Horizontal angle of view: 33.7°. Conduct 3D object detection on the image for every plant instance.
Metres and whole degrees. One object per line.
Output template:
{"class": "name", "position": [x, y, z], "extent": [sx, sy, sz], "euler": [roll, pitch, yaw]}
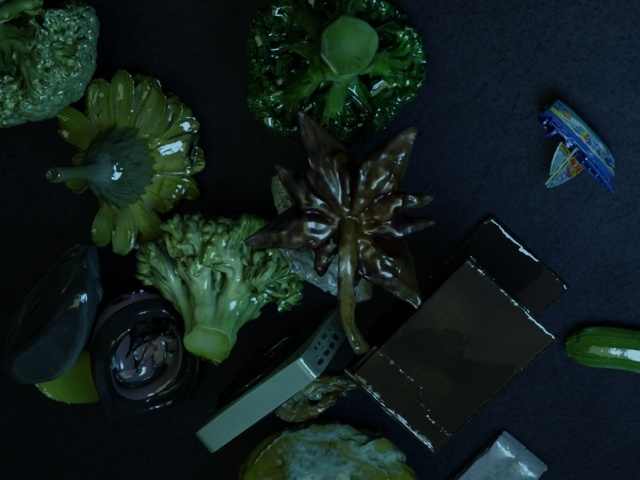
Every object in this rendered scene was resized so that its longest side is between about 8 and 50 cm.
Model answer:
{"class": "plant", "position": [-0.324, -0.139, 1.799], "extent": [0.261, 0.297, 0.306], "euler": [-16, 90, -7]}

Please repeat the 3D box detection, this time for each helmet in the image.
{"class": "helmet", "position": [-0.330, 0.193, 1.920], "extent": [0.154, 0.198, 0.253], "euler": [59, 149, 34]}

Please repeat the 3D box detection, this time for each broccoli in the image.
{"class": "broccoli", "position": [0.030, -0.279, 1.605], "extent": [0.297, 0.297, 0.298], "euler": [0, 89, -14]}
{"class": "broccoli", "position": [-0.180, 0.073, 1.776], "extent": [0.248, 0.245, 0.288], "euler": [34, 136, -28]}

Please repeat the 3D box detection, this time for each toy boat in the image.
{"class": "toy boat", "position": [0.387, -0.126, 1.637], "extent": [0.175, 0.091, 0.110], "euler": [44, 95, -5]}

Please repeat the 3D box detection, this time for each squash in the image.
{"class": "squash", "position": [0.508, 0.182, 1.705], "extent": [0.219, 0.068, 0.077], "euler": [13, 94, 14]}

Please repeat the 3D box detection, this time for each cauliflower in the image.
{"class": "cauliflower", "position": [-0.500, -0.324, 1.743], "extent": [0.275, 0.272, 0.250], "euler": [-38, 125, 9]}

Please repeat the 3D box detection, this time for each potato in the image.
{"class": "potato", "position": [-0.460, 0.256, 2.038], "extent": [0.198, 0.054, 0.119], "euler": [-22, 103, 27]}

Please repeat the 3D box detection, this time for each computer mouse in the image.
{"class": "computer mouse", "position": [-0.470, 0.141, 1.921], "extent": [0.114, 0.203, 0.374], "euler": [27, 138, -24]}

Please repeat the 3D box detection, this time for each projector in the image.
{"class": "projector", "position": [-0.076, 0.222, 1.795], "extent": [0.259, 0.257, 0.079], "euler": [-38, 94, 23]}

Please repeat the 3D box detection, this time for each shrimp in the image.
{"class": "shrimp", "position": [-0.004, 0.274, 1.885], "extent": [0.180, 0.099, 0.041], "euler": [-13, 130, 9]}

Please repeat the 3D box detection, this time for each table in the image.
{"class": "table", "position": [0.223, 0.140, 1.683], "extent": [0.196, 0.250, 0.282], "euler": [43, 115, 1]}

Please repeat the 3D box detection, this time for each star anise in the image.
{"class": "star anise", "position": [0.042, -0.021, 1.545], "extent": [0.292, 0.109, 0.349], "euler": [32, 113, 16]}

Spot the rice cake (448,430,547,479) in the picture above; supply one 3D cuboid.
{"class": "rice cake", "position": [0.267, 0.466, 1.876], "extent": [0.106, 0.050, 0.298], "euler": [40, 114, 3]}

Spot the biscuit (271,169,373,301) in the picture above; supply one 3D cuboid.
{"class": "biscuit", "position": [0.000, 0.000, 1.747], "extent": [0.040, 0.188, 0.265], "euler": [-23, 105, 44]}

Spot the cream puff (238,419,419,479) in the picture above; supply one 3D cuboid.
{"class": "cream puff", "position": [0.015, 0.502, 1.868], "extent": [0.378, 0.275, 0.378], "euler": [-5, 71, 16]}
